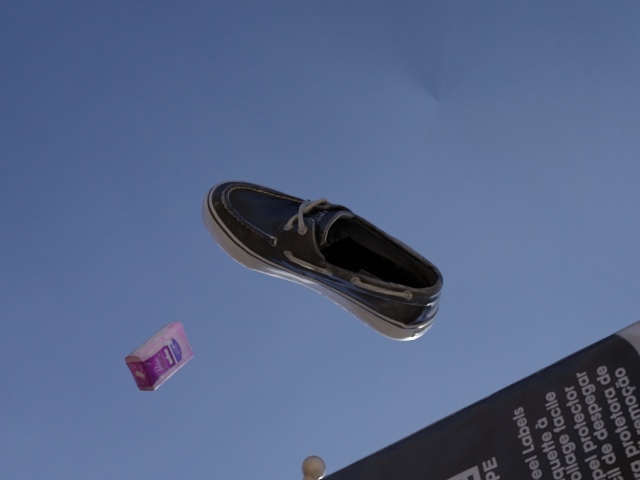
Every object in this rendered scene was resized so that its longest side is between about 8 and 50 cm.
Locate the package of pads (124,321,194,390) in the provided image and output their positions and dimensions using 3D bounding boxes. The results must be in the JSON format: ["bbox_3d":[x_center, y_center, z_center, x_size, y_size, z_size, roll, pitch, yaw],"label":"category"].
[{"bbox_3d":[-0.192,0.139,1.316,0.032,0.083,0.050,-6,-67,40],"label":"package of pads"}]

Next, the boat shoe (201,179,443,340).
[{"bbox_3d":[0.000,0.000,1.216,0.301,0.102,0.108,31,-125,16],"label":"boat shoe"}]

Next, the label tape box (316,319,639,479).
[{"bbox_3d":[0.059,0.222,0.478,0.348,0.249,0.115,-30,-44,21],"label":"label tape box"}]

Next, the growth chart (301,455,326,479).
[{"bbox_3d":[0.037,0.262,0.732,0.237,0.021,0.172,46,-123,-33],"label":"growth chart"}]
